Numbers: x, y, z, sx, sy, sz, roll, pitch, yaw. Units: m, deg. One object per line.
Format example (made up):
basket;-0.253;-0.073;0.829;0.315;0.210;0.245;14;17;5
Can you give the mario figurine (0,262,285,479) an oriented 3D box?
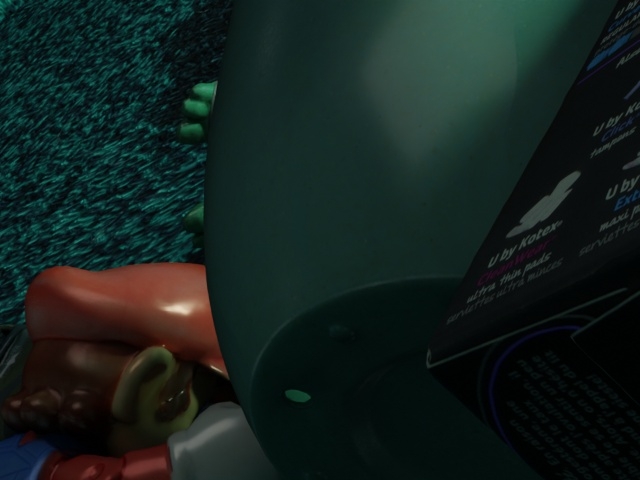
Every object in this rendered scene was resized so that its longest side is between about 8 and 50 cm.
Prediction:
mario figurine;-0.117;0.155;0.929;0.198;0.170;0.320;23;65;25

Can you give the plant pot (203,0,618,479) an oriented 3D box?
plant pot;0.088;-0.012;0.699;0.293;0.293;0.235;-21;38;35

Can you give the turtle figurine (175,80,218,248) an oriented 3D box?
turtle figurine;0.000;0.000;1.039;0.118;0.175;0.234;0;24;-35

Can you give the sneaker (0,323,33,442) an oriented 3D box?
sneaker;-0.254;0.091;1.229;0.300;0.121;0.111;-17;27;42

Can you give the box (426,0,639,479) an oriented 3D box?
box;0.174;-0.028;0.497;0.143;0.165;0.270;-32;20;48
